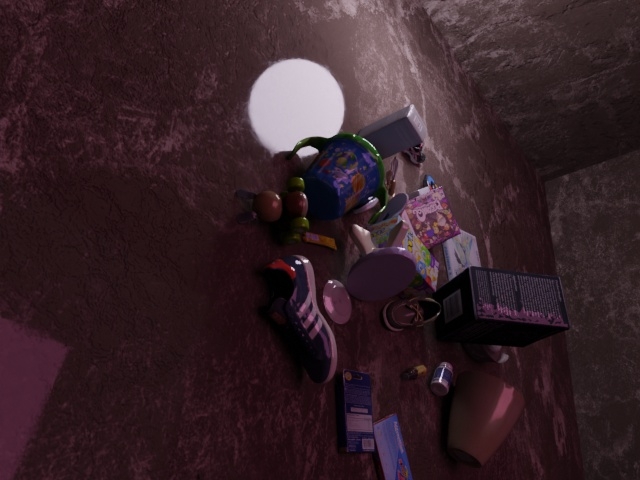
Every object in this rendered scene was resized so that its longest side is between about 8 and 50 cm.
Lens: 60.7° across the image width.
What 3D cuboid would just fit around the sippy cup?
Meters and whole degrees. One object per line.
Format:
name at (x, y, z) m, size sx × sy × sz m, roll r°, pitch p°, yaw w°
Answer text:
sippy cup at (0.049, -0.182, 1.702) m, size 0.224 × 0.306 × 0.240 m, roll -49°, pitch 141°, yaw -39°

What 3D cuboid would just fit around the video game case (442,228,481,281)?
video game case at (0.657, 0.089, 2.507) m, size 0.329 × 0.036 × 0.299 m, roll 18°, pitch 59°, yaw -47°

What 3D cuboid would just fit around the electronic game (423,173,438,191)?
electronic game at (0.511, -0.185, 2.407) m, size 0.229 × 0.048 × 0.229 m, roll 49°, pitch 28°, yaw -39°

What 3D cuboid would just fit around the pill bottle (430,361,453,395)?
pill bottle at (0.447, 0.503, 1.999) m, size 0.067 × 0.067 × 0.120 m, roll 58°, pitch 37°, yaw -15°

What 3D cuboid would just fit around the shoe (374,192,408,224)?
shoe at (0.271, -0.092, 1.995) m, size 0.063 × 0.178 × 0.081 m, roll 45°, pitch 16°, yaw 34°

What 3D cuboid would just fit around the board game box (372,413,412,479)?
board game box at (0.218, 0.681, 1.646) m, size 0.145 × 0.027 × 0.281 m, roll 0°, pitch 73°, yaw -51°

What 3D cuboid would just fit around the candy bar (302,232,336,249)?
candy bar at (0.000, 0.000, 1.705) m, size 0.162 × 0.018 × 0.040 m, roll 14°, pitch 59°, yaw -49°

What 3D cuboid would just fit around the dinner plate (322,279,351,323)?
dinner plate at (0.057, 0.188, 1.690) m, size 0.141 × 0.017 × 0.141 m, roll 26°, pitch 54°, yaw -42°

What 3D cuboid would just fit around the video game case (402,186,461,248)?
video game case at (0.423, -0.079, 2.174) m, size 0.232 × 0.042 × 0.210 m, roll -23°, pitch 93°, yaw -19°

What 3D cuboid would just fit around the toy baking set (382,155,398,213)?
toy baking set at (0.273, -0.205, 2.075) m, size 0.256 × 0.030 × 0.196 m, roll -65°, pitch 159°, yaw -48°

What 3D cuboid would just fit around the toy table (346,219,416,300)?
toy table at (0.196, 0.061, 1.722) m, size 0.252 × 0.274 × 0.160 m, roll 35°, pitch 44°, yaw -25°

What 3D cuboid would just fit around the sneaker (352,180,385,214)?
sneaker at (0.142, -0.208, 1.923) m, size 0.153 × 0.099 × 0.282 m, roll 61°, pitch 29°, yaw -20°

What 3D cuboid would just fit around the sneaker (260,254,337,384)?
sneaker at (-0.071, 0.213, 1.429) m, size 0.148 × 0.131 × 0.349 m, roll -5°, pitch 71°, yaw -46°

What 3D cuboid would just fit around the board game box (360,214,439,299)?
board game box at (0.285, 0.066, 1.938) m, size 0.275 × 0.144 × 0.142 m, roll 46°, pitch 42°, yaw -28°

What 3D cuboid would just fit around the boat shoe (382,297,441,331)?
boat shoe at (0.328, 0.255, 1.945) m, size 0.305 × 0.091 × 0.109 m, roll 1°, pitch 72°, yaw -53°

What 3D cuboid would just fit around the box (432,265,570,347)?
box at (0.679, 0.263, 2.091) m, size 0.396 × 0.293 × 0.211 m, roll 8°, pitch 63°, yaw -15°

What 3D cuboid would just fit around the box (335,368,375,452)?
box at (0.100, 0.493, 1.576) m, size 0.136 × 0.037 × 0.225 m, roll 24°, pitch 56°, yaw -45°

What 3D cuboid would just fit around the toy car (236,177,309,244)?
toy car at (-0.140, -0.085, 1.506) m, size 0.189 × 0.149 × 0.154 m, roll 3°, pitch 64°, yaw -22°

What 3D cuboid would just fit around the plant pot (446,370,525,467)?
plant pot at (0.562, 0.657, 1.959) m, size 0.256 × 0.257 × 0.274 m, roll 51°, pitch 56°, yaw -24°

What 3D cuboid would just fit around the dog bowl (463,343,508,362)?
dog bowl at (0.703, 0.367, 2.375) m, size 0.349 × 0.102 × 0.348 m, roll 27°, pitch 52°, yaw -42°

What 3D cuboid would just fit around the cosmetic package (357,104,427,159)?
cosmetic package at (0.266, -0.398, 2.066) m, size 0.127 × 0.238 × 0.107 m, roll 52°, pitch 42°, yaw -27°

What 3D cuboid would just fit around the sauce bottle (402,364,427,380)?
sauce bottle at (0.323, 0.459, 1.883) m, size 0.128 × 0.042 × 0.042 m, roll -3°, pitch 76°, yaw -51°

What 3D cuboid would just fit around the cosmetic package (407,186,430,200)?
cosmetic package at (0.436, -0.098, 2.270) m, size 0.117 × 0.086 × 0.231 m, roll -23°, pitch 91°, yaw -54°

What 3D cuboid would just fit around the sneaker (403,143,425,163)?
sneaker at (0.422, -0.398, 2.405) m, size 0.178 × 0.077 × 0.071 m, roll 23°, pitch 57°, yaw -46°
